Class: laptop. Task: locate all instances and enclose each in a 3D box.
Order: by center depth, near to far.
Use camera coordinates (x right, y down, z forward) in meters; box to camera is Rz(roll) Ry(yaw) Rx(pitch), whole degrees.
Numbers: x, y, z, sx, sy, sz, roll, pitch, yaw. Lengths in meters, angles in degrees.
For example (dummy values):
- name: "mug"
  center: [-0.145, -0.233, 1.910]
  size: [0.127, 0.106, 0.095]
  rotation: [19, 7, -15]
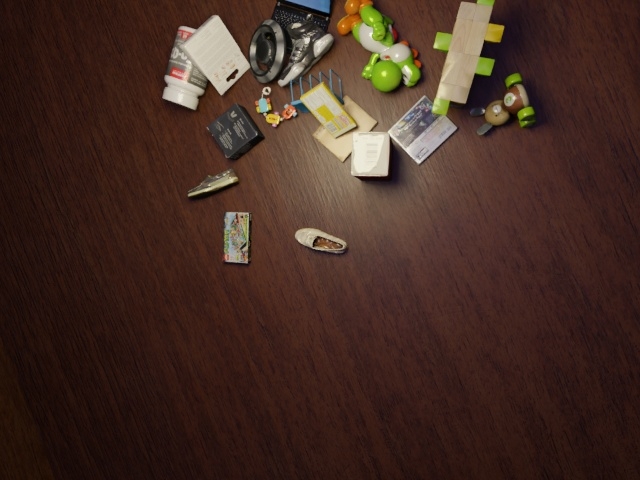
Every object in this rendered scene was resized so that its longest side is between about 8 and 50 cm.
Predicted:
- name: "laptop"
  center: [-0.093, -0.852, 1.651]
  size: [0.235, 0.136, 0.264]
  rotation: [23, 99, 11]

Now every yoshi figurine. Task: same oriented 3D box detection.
- name: "yoshi figurine"
  center: [0.198, -0.681, 1.579]
  size: [0.203, 0.203, 0.362]
  rotation: [-42, 86, 28]

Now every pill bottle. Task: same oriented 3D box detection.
- name: "pill bottle"
  center: [-0.523, -0.678, 1.750]
  size: [0.161, 0.161, 0.283]
  rotation: [21, 98, 11]

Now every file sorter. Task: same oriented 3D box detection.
- name: "file sorter"
  center: [-0.014, -0.561, 1.653]
  size: [0.171, 0.118, 0.104]
  rotation: [-7, 88, 22]

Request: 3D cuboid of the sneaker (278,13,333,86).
- name: "sneaker"
  center: [-0.089, -0.715, 1.655]
  size: [0.269, 0.101, 0.153]
  rotation: [-37, 96, 24]

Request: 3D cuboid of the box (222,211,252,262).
- name: "box"
  center: [-0.344, -0.013, 1.819]
  size: [0.114, 0.036, 0.206]
  rotation: [2, 94, 13]

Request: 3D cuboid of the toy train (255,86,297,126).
- name: "toy train"
  center: [-0.174, -0.521, 1.742]
  size: [0.166, 0.046, 0.125]
  rotation: [40, 100, 4]

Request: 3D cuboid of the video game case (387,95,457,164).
- name: "video game case"
  center: [0.375, -0.408, 1.632]
  size: [0.190, 0.022, 0.173]
  rotation: [-44, 84, 13]

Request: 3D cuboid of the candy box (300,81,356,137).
- name: "candy box"
  center: [0.031, -0.471, 1.605]
  size: [0.105, 0.027, 0.206]
  rotation: [-24, 130, 31]

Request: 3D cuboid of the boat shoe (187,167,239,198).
- name: "boat shoe"
  center: [-0.445, -0.234, 1.810]
  size: [0.224, 0.080, 0.073]
  rotation: [-18, 84, 8]

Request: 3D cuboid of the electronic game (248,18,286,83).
- name: "electronic game"
  center: [-0.206, -0.721, 1.683]
  size: [0.229, 0.048, 0.229]
  rotation: [10, 103, 47]

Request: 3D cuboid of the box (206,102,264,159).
- name: "box"
  center: [-0.336, -0.431, 1.759]
  size: [0.158, 0.093, 0.155]
  rotation: [-34, 86, 14]

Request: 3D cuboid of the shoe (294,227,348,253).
- name: "shoe"
  center: [0.000, 0.000, 1.728]
  size: [0.219, 0.058, 0.076]
  rotation: [14, 97, 12]

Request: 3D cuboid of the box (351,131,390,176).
- name: "box"
  center: [0.190, -0.295, 1.574]
  size: [0.127, 0.232, 0.148]
  rotation: [3, 95, 13]

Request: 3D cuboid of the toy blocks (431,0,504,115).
- name: "toy blocks"
  center: [0.473, -0.605, 1.487]
  size: [0.191, 0.261, 0.380]
  rotation: [15, 104, 10]

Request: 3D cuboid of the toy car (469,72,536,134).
- name: "toy car"
  center: [0.620, -0.450, 1.520]
  size: [0.189, 0.149, 0.154]
  rotation: [-20, 77, 25]

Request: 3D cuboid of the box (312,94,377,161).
- name: "box"
  center: [0.093, -0.429, 1.696]
  size: [0.164, 0.021, 0.201]
  rotation: [43, 102, 7]

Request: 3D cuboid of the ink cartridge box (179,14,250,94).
- name: "ink cartridge box"
  center: [-0.400, -0.710, 1.695]
  size: [0.181, 0.224, 0.056]
  rotation: [-49, 46, -11]
